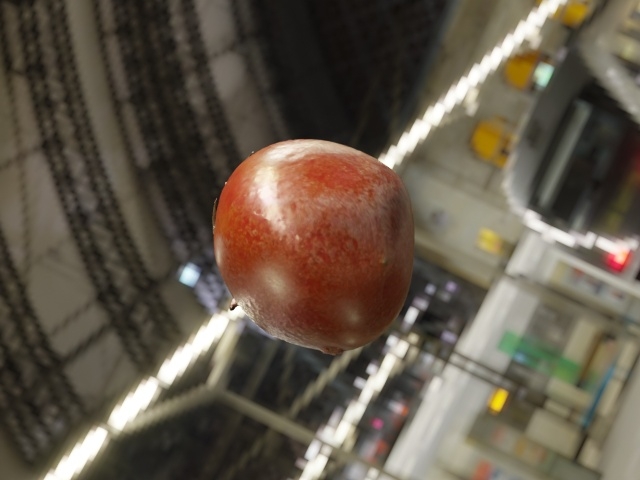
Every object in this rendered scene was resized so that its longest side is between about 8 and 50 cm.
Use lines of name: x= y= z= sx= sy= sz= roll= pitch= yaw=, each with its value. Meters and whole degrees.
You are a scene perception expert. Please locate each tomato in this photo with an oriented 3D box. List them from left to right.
tomato: x=0.000 y=0.000 z=1.398 sx=0.167 sy=0.167 sz=0.167 roll=-62 pitch=-8 yaw=-15
